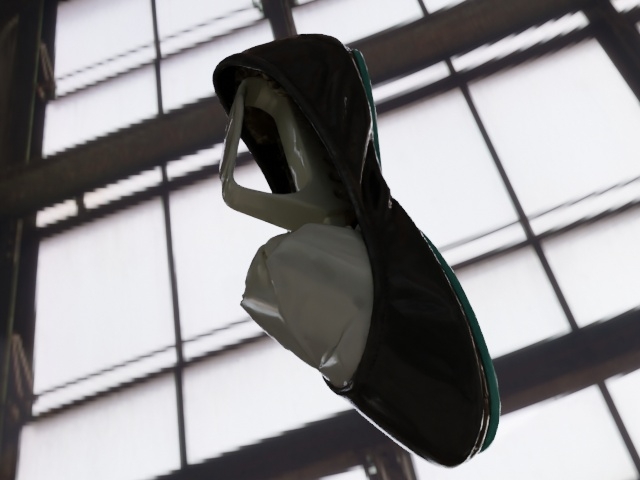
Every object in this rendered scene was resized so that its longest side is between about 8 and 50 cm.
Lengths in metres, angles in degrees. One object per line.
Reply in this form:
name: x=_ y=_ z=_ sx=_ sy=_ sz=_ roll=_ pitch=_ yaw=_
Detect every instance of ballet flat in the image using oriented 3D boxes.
ballet flat: x=0.000 y=0.000 z=0.697 sx=0.096 sy=0.280 sz=0.095 roll=1 pitch=-45 yaw=-23
